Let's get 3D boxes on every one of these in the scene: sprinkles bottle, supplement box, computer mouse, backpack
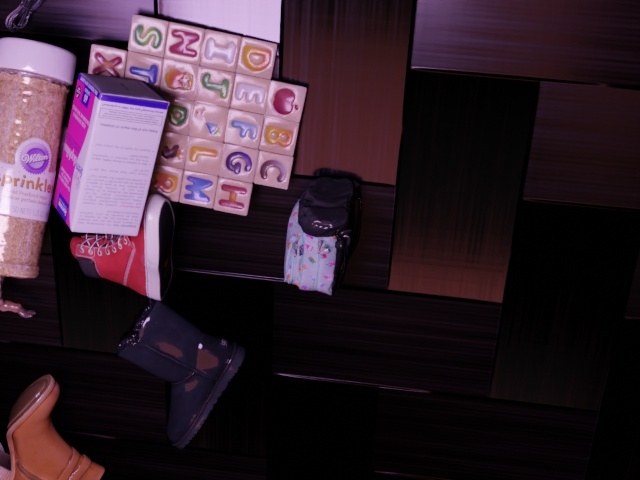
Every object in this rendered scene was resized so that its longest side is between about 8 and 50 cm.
[{"bbox_3d":[-0.463,-0.124,1.476,0.121,0.121,0.356,10,90,3],"label":"sprinkles bottle"},{"bbox_3d":[-0.322,-0.130,1.468,0.113,0.111,0.220,3,113,-34],"label":"supplement box"},{"bbox_3d":[-0.514,-0.419,1.477,0.193,0.042,0.106,41,116,-13],"label":"computer mouse"},{"bbox_3d":[0.000,0.000,1.572,0.115,0.152,0.182,15,130,7],"label":"backpack"}]

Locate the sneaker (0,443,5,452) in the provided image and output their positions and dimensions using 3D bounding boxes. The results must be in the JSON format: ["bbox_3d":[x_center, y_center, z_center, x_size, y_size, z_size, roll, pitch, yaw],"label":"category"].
[{"bbox_3d":[-0.701,0.414,1.923,0.084,0.058,0.152,-26,114,23],"label":"sneaker"}]

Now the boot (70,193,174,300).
[{"bbox_3d":[-0.338,-0.002,1.612,0.176,0.088,0.244,18,141,2],"label":"boot"}]

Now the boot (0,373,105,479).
[{"bbox_3d":[-0.516,0.411,1.872,0.220,0.109,0.283,30,99,-20],"label":"boot"}]

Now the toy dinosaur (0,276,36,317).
[{"bbox_3d":[-0.632,0.056,1.700,0.295,0.127,0.201,2,110,21],"label":"toy dinosaur"}]

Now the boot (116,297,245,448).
[{"bbox_3d":[-0.280,0.240,1.748,0.207,0.094,0.247,29,111,-11],"label":"boot"}]

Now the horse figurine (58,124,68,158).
[{"bbox_3d":[-0.413,-0.137,1.594,0.263,0.066,0.175,13,121,2],"label":"horse figurine"}]

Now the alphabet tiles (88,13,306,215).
[{"bbox_3d":[-0.204,-0.194,1.528,0.342,0.011,0.285,11,108,-3],"label":"alphabet tiles"}]
